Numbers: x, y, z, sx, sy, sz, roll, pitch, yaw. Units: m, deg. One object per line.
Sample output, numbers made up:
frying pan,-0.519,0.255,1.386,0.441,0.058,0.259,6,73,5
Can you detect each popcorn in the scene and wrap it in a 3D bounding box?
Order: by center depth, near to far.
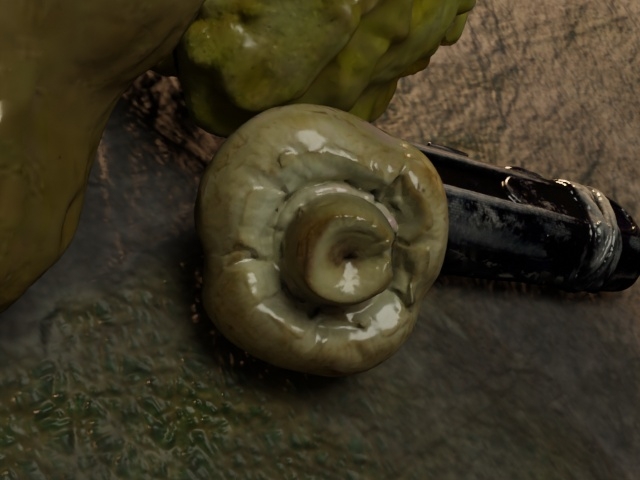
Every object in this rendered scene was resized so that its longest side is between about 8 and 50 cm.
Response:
popcorn,-0.026,-0.175,0.745,0.266,0.192,0.233,2,55,-35

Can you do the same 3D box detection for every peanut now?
peanut,-0.128,-0.114,0.580,0.147,0.147,0.319,20,86,-22

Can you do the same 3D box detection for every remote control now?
remote control,0.113,-0.019,0.811,0.266,0.066,0.090,8,58,-31

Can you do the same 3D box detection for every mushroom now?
mushroom,0.000,0.000,0.674,0.148,0.148,0.112,21,8,-21
